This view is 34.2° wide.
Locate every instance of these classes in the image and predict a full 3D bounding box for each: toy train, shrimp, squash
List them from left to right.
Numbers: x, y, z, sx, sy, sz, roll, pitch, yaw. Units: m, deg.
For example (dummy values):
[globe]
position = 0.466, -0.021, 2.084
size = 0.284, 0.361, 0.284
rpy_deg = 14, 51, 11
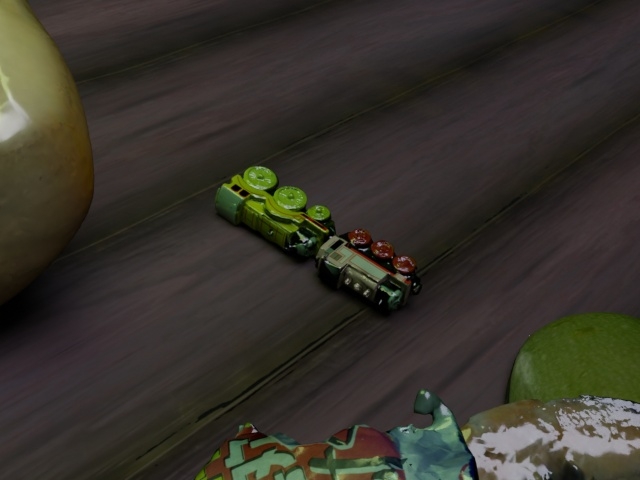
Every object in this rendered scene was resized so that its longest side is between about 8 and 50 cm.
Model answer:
[toy train]
position = 0.000, 0.000, 1.157
size = 0.249, 0.053, 0.085
rpy_deg = 32, 47, 19
[squash]
position = 0.294, 0.188, 1.022
size = 0.233, 0.210, 0.309
rpy_deg = 9, 9, -8
[shrimp]
position = 0.261, 0.296, 0.783
size = 0.445, 0.085, 0.272
rpy_deg = 39, 73, 19

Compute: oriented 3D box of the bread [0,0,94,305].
[bread]
position = -0.404, -0.094, 0.945
size = 0.348, 0.253, 0.376
rpy_deg = -13, 44, -28

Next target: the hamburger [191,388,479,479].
[hamburger]
position = -0.001, 0.243, 0.739
size = 0.276, 0.151, 0.260
rpy_deg = -11, 27, 23
